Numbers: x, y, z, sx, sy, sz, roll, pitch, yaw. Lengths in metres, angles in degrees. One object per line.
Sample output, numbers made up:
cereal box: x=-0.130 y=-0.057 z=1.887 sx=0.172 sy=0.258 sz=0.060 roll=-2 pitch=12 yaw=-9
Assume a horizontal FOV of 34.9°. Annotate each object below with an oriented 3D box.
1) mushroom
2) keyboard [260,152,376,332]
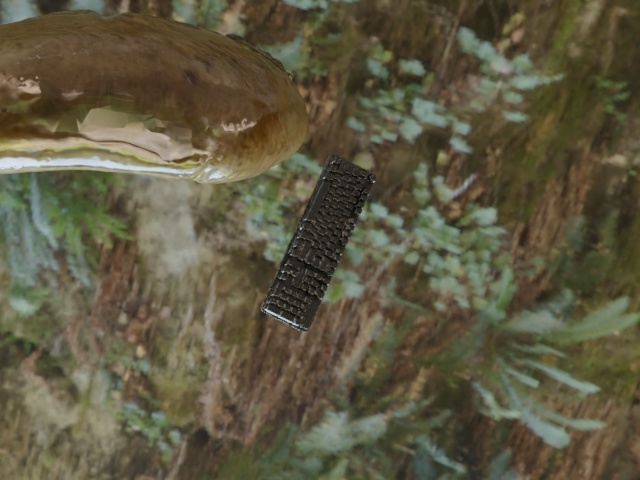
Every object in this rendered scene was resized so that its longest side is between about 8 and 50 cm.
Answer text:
mushroom: x=-0.092 y=-0.065 z=0.483 sx=0.210 sy=0.072 sz=0.094 roll=1 pitch=-151 yaw=-22
keyboard: x=0.000 y=0.000 z=1.289 sx=0.072 sy=0.231 sz=0.023 roll=29 pitch=163 yaw=-17
